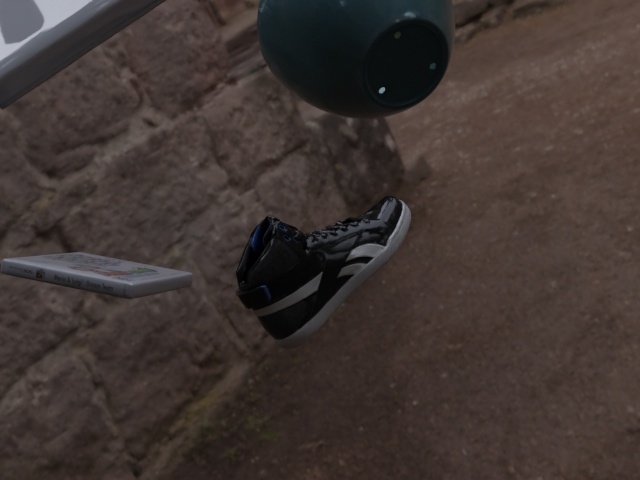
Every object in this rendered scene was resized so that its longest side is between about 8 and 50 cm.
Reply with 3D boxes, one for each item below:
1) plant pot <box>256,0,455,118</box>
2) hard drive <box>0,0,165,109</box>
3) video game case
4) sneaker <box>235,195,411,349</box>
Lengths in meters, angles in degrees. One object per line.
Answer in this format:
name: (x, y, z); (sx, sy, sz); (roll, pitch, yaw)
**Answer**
plant pot: (0.077, -0.290, 1.292); (0.290, 0.290, 0.195); (-29, 42, -5)
hard drive: (-0.261, -0.312, 0.999); (0.353, 0.047, 0.233); (-38, 58, -14)
video game case: (-0.229, 0.034, 0.950); (0.143, 0.019, 0.157); (10, 4, 13)
sneaker: (0.000, 0.000, 0.963); (0.217, 0.121, 0.079); (-48, 22, -22)
